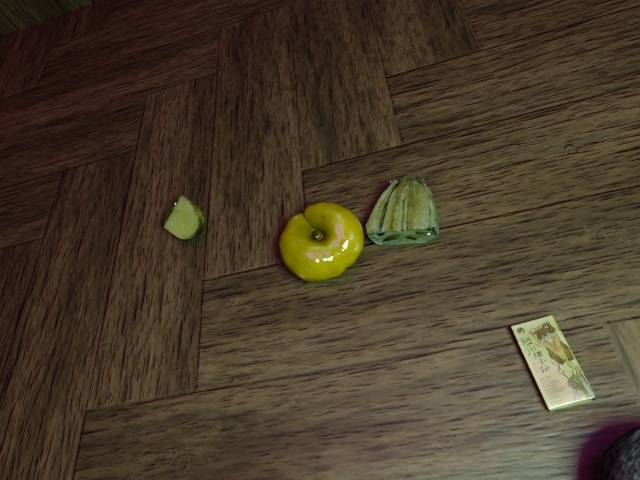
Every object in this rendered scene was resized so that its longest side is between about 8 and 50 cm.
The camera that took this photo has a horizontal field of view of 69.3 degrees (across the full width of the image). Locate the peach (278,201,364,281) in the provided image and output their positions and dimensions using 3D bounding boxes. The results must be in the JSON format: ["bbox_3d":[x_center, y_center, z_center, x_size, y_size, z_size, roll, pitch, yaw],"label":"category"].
[{"bbox_3d":[0.000,0.000,0.953,0.179,0.103,0.179,-10,54,14],"label":"peach"}]

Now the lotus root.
[{"bbox_3d":[0.178,-0.058,0.951,0.143,0.070,0.144,2,64,27],"label":"lotus root"}]

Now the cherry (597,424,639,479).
[{"bbox_3d":[0.445,0.308,0.558,0.195,0.195,0.195,-9,57,13],"label":"cherry"}]

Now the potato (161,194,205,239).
[{"bbox_3d":[-0.313,-0.041,1.109,0.103,0.066,0.096,43,103,25],"label":"potato"}]

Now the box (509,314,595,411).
[{"bbox_3d":[0.373,0.195,0.754,0.073,0.020,0.149,-19,55,7],"label":"box"}]
